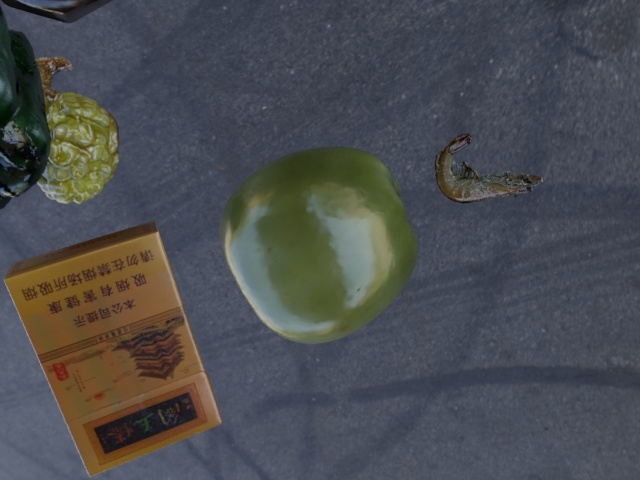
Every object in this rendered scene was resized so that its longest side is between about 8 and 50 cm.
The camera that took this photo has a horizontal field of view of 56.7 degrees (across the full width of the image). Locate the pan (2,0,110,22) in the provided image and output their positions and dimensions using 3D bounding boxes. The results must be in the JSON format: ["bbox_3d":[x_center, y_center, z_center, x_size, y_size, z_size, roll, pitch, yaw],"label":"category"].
[{"bbox_3d":[-0.259,-0.255,0.471,0.201,0.048,0.128,11,107,-19],"label":"pan"}]

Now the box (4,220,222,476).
[{"bbox_3d":[-0.244,0.132,0.733,0.076,0.174,0.274,-142,36,-67],"label":"box"}]

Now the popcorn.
[{"bbox_3d":[-0.485,-0.179,1.144,0.189,0.169,0.218,50,126,25],"label":"popcorn"}]

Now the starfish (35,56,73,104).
[{"bbox_3d":[-0.657,-0.317,1.334,0.113,0.312,0.303,-43,68,43],"label":"starfish"}]

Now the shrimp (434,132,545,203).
[{"bbox_3d":[0.271,-0.122,0.977,0.178,0.034,0.124,-5,113,39],"label":"shrimp"}]

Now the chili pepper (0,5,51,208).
[{"bbox_3d":[-0.444,-0.162,0.688,0.248,0.257,0.233,-18,145,6],"label":"chili pepper"}]

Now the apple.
[{"bbox_3d":[0.000,0.000,1.074,0.357,0.357,0.357,14,123,22],"label":"apple"}]
